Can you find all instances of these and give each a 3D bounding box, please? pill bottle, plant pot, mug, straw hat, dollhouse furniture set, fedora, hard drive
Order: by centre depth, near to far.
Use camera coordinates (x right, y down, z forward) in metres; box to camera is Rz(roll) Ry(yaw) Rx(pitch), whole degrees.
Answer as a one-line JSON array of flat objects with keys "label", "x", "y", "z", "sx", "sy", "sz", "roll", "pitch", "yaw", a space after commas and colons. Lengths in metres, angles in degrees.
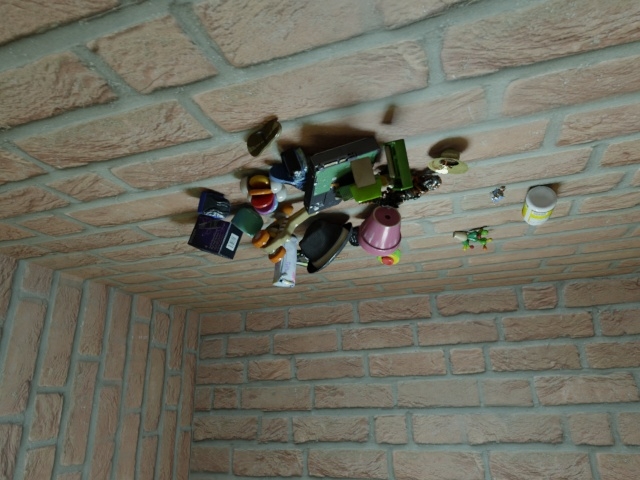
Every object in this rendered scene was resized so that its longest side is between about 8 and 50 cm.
[{"label": "dollhouse furniture set", "x": 0.150, "y": -0.227, "z": 1.442, "sx": 0.198, "sy": 0.151, "sz": 0.301, "roll": -16, "pitch": -170, "yaw": -8}, {"label": "straw hat", "x": 0.452, "y": -0.286, "z": 1.524, "sx": 0.145, "sy": 0.061, "sz": 0.144, "roll": 14, "pitch": 168, "yaw": 3}, {"label": "hard drive", "x": 0.063, "y": -0.222, "z": 1.549, "sx": 0.237, "sy": 0.064, "sz": 0.339, "roll": -21, "pitch": 163, "yaw": -13}, {"label": "pill bottle", "x": 0.937, "y": -0.141, "z": 1.872, "sx": 0.117, "sy": 0.117, "sz": 0.215, "roll": -7, "pitch": 159, "yaw": 15}, {"label": "mug", "x": -0.325, "y": -0.093, "z": 1.932, "sx": 0.158, "sy": 0.097, "sz": 0.129, "roll": 38, "pitch": -179, "yaw": 38}, {"label": "plant pot", "x": 0.282, "y": -0.058, "z": 1.980, "sx": 0.202, "sy": 0.201, "sz": 0.180, "roll": 1, "pitch": 144, "yaw": -7}, {"label": "fedora", "x": 0.000, "y": 0.000, "z": 2.072, "sx": 0.153, "sy": 0.334, "sz": 0.334, "roll": 38, "pitch": 147, "yaw": -13}]

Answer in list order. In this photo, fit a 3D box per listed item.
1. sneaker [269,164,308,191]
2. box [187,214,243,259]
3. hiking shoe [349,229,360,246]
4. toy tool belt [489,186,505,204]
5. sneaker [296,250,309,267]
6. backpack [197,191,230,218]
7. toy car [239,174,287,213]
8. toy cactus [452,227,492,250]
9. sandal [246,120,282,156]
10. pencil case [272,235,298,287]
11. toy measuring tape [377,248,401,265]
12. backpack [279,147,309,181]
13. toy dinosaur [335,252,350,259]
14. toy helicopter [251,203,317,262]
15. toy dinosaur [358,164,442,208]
[{"label": "sneaker", "x": -0.084, "y": -0.224, "z": 1.628, "sx": 0.233, "sy": 0.081, "sz": 0.090, "roll": 4, "pitch": 152, "yaw": -18}, {"label": "box", "x": -0.477, "y": -0.015, "z": 1.979, "sx": 0.207, "sy": 0.153, "sz": 0.108, "roll": 12, "pitch": 168, "yaw": 29}, {"label": "hiking shoe", "x": 0.234, "y": -0.020, "z": 2.190, "sx": 0.114, "sy": 0.086, "sz": 0.227, "roll": -15, "pitch": -171, "yaw": -37}, {"label": "toy tool belt", "x": 0.750, "y": -0.187, "z": 1.828, "sx": 0.052, "sy": 0.051, "sz": 0.083, "roll": 4, "pitch": 159, "yaw": -15}, {"label": "sneaker", "x": -0.130, "y": 0.086, "z": 2.517, "sx": 0.235, "sy": 0.084, "sz": 0.097, "roll": 11, "pitch": 121, "yaw": -13}, {"label": "backpack", "x": -0.440, "y": -0.146, "z": 1.803, "sx": 0.120, "sy": 0.097, "sz": 0.101, "roll": 14, "pitch": -176, "yaw": -35}, {"label": "toy car", "x": -0.219, "y": -0.171, "z": 1.682, "sx": 0.159, "sy": 0.136, "sz": 0.182, "roll": -5, "pitch": 160, "yaw": 9}, {"label": "toy cactus", "x": 0.786, "y": -0.003, "z": 2.288, "sx": 0.181, "sy": 0.112, "sz": 0.219, "roll": 11, "pitch": 167, "yaw": -5}, {"label": "sandal", "x": -0.173, "y": -0.323, "z": 1.394, "sx": 0.049, "sy": 0.072, "sz": 0.180, "roll": -12, "pitch": 168, "yaw": -47}, {"label": "pencil case", "x": -0.184, "y": 0.109, "z": 2.260, "sx": 0.114, "sy": 0.272, "sz": 0.124, "roll": -2, "pitch": 163, "yaw": 23}, {"label": "toy measuring tape", "x": 0.400, "y": 0.051, "z": 2.374, "sx": 0.122, "sy": 0.121, "sz": 0.330, "roll": 2, "pitch": 152, "yaw": -10}, {"label": "backpack", "x": -0.083, "y": -0.259, "z": 1.505, "sx": 0.084, "sy": 0.104, "sz": 0.114, "roll": -22, "pitch": 169, "yaw": -3}, {"label": "toy dinosaur", "x": 0.059, "y": 0.104, "z": 2.559, "sx": 0.212, "sy": 0.064, "sz": 0.112, "roll": 8, "pitch": 156, "yaw": -26}, {"label": "toy helicopter", "x": -0.133, "y": -0.081, "z": 1.902, "sx": 0.355, "sy": 0.235, "sz": 0.140, "roll": -34, "pitch": 120, "yaw": 18}, {"label": "toy dinosaur", "x": 0.300, "y": -0.183, "z": 1.691, "sx": 0.322, "sy": 0.164, "sz": 0.218, "roll": -38, "pitch": 161, "yaw": 25}]
